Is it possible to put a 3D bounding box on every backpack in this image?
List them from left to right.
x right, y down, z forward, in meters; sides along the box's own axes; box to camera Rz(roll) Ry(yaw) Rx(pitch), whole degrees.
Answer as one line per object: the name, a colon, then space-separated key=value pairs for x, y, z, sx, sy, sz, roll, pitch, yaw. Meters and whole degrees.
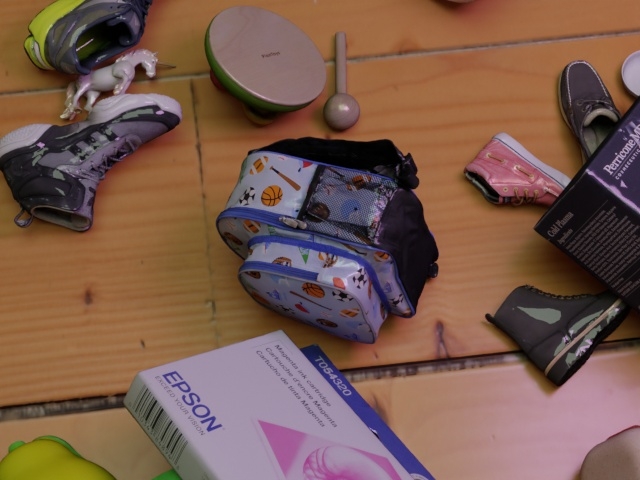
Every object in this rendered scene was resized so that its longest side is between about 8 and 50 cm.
backpack: x=0.000 y=0.000 z=1.729 sx=0.263 sy=0.276 sz=0.213 roll=22 pitch=66 yaw=23

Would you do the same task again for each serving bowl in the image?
serving bowl: x=0.476 y=-0.235 z=1.940 sx=0.083 sy=0.027 sz=0.083 roll=0 pitch=67 yaw=1

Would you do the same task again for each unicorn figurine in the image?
unicorn figurine: x=-0.296 y=-0.227 z=1.914 sx=0.162 sy=0.060 sz=0.111 roll=-5 pitch=49 yaw=6

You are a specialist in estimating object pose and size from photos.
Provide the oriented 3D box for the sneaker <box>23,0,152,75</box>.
sneaker: x=-0.280 y=-0.338 z=1.928 sx=0.300 sy=0.111 sz=0.121 roll=-47 pitch=49 yaw=-11

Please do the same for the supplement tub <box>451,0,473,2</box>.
supplement tub: x=0.256 y=-0.531 z=1.958 sx=0.235 sy=0.235 sz=0.325 roll=41 pitch=72 yaw=16

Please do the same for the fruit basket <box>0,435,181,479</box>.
fruit basket: x=-0.278 y=0.408 z=1.578 sx=0.392 sy=0.283 sz=0.392 roll=-17 pitch=26 yaw=8

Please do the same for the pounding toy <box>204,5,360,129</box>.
pounding toy: x=-0.072 y=-0.227 z=1.913 sx=0.236 sy=0.110 sz=0.183 roll=10 pitch=51 yaw=-28

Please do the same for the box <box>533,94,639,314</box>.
box: x=0.511 y=-0.061 z=1.730 sx=0.312 sy=0.179 sz=0.343 roll=39 pitch=62 yaw=6

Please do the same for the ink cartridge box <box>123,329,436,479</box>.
ink cartridge box: x=-0.012 y=0.248 z=1.591 sx=0.330 sy=0.071 sz=0.324 roll=-15 pitch=52 yaw=-44

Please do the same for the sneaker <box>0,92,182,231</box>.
sneaker: x=-0.308 y=-0.100 z=1.847 sx=0.268 sy=0.101 sz=0.153 roll=-17 pitch=68 yaw=-1

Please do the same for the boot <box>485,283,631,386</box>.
boot: x=0.331 y=0.079 z=1.783 sx=0.198 sy=0.077 sz=0.137 roll=-42 pitch=68 yaw=-17

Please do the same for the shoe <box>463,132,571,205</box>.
shoe: x=0.285 y=-0.070 z=1.853 sx=0.178 sy=0.063 sz=0.081 roll=41 pitch=74 yaw=21

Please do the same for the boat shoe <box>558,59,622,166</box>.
boat shoe: x=0.392 y=-0.164 z=1.885 sx=0.080 sy=0.073 sz=0.224 roll=-8 pitch=67 yaw=-4

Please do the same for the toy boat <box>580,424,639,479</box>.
toy boat: x=0.424 y=0.346 z=1.644 sx=0.151 sy=0.151 sz=0.231 roll=6 pitch=63 yaw=-29
